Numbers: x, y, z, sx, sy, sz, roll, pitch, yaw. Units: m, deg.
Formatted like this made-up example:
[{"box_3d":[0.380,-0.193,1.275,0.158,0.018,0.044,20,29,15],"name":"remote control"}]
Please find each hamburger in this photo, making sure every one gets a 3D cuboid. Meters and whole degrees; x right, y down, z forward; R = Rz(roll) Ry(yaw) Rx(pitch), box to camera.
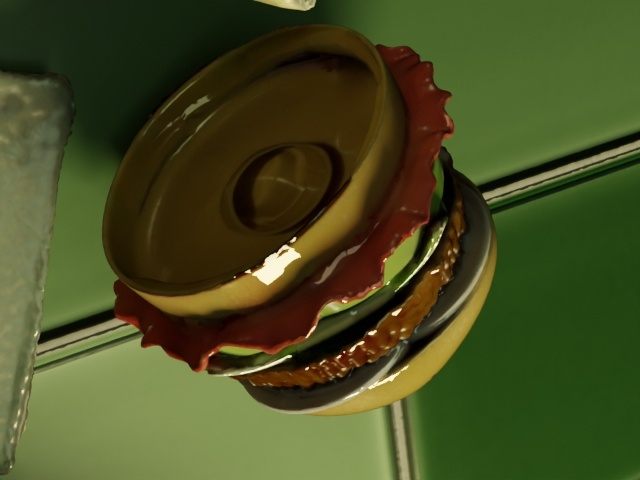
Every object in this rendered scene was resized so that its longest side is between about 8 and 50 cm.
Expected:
[{"box_3d":[-0.002,0.002,0.688,0.175,0.175,0.137,-48,130,-11],"name":"hamburger"}]

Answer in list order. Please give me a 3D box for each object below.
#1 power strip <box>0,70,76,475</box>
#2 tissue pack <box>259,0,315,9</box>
[{"box_3d":[-0.201,0.018,0.624,0.213,0.064,0.198,1,106,-33],"name":"power strip"},{"box_3d":[-0.077,-0.164,0.565,0.148,0.196,0.092,36,85,-34],"name":"tissue pack"}]
